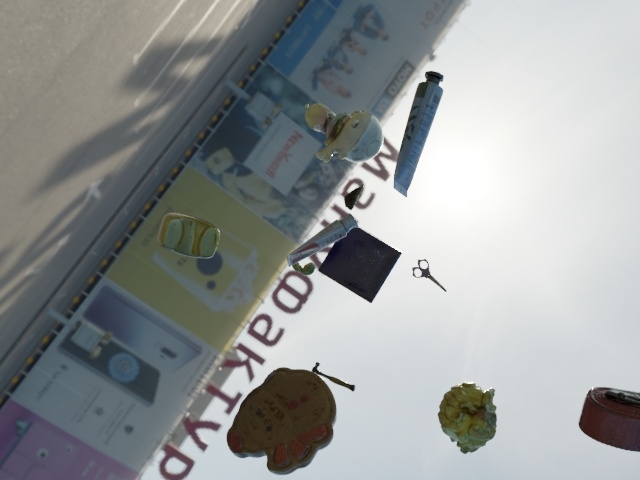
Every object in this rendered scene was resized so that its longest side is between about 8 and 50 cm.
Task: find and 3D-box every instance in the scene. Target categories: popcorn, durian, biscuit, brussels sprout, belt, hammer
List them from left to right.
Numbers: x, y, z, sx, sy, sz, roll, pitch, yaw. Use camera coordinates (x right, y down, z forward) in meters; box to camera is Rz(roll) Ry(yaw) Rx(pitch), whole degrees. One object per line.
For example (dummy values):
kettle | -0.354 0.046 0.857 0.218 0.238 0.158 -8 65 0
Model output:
biscuit | -0.129 0.594 1.989 0.381 0.074 0.359 -26 -135 -16
brussels sprout | -0.059 0.091 2.028 0.046 0.083 0.051 89 17 -78
hammer | 0.047 0.545 2.342 0.201 0.021 0.078 18 -108 32
durian | 0.129 -0.156 2.247 0.052 0.066 0.130 58 -39 31
popcorn | 0.523 0.614 2.092 0.217 0.181 0.235 -23 -131 33
belt | 0.760 0.437 1.496 0.128 0.201 0.124 -46 142 -62

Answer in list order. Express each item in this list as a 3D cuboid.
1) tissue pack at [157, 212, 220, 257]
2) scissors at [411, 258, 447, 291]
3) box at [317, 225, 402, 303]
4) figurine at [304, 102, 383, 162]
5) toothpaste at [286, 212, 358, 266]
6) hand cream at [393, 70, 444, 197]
tissue pack | -0.405 -0.014 1.840 0.127 0.178 0.123 13 -93 69
scissors | 0.547 0.184 2.984 0.110 0.212 0.021 -55 153 19
box | 0.175 0.092 2.637 0.261 0.279 0.116 -60 175 5
figurine | 0.059 -0.445 2.453 0.274 0.226 0.394 -44 -123 -12
toothpaste | 0.000 0.000 1.754 0.234 0.057 0.089 -31 160 -9
hand cream | 0.207 -0.231 1.290 0.091 0.058 0.271 22 84 -63
